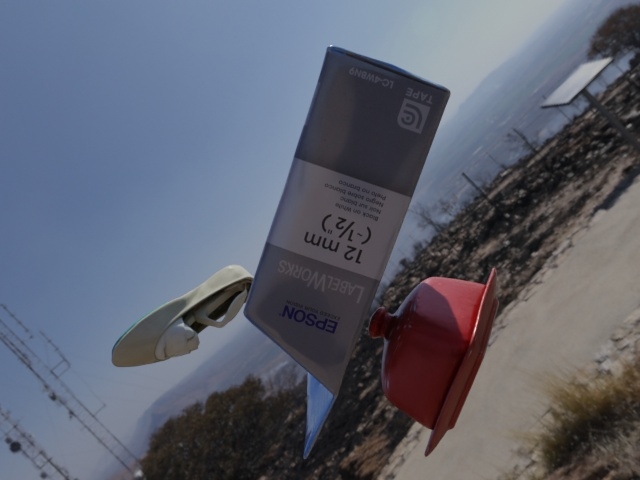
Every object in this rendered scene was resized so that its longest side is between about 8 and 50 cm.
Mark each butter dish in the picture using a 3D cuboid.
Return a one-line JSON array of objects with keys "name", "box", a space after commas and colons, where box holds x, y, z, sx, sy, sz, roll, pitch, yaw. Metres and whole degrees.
[{"name": "butter dish", "box": [0.107, 0.106, 0.536, 0.160, 0.118, 0.160, -43, -31, -55]}]

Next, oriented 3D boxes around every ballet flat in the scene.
[{"name": "ballet flat", "box": [-0.192, 0.120, 0.776, 0.248, 0.086, 0.086, -39, -4, -35]}]

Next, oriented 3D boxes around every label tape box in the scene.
[{"name": "label tape box", "box": [0.000, 0.000, 0.545, 0.249, 0.115, 0.348, -88, 18, -79]}]
